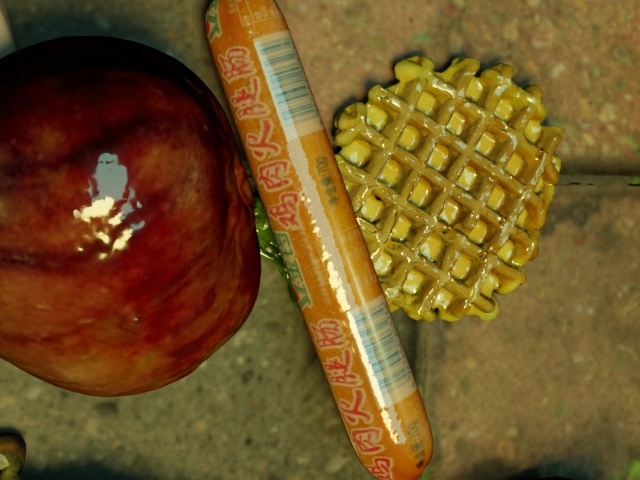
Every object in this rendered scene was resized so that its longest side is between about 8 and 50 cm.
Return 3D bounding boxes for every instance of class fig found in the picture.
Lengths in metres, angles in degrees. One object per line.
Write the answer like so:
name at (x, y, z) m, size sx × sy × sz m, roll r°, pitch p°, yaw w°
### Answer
fig at (-0.161, -0.013, 0.656) m, size 0.249 × 0.204 × 0.186 m, roll -3°, pitch 64°, yaw 10°

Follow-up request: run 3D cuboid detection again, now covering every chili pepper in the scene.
chili pepper at (-0.024, 0.006, 0.779) m, size 0.030 × 0.034 × 0.091 m, roll -30°, pitch 109°, yaw 19°

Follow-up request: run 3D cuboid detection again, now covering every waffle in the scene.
waffle at (0.083, -0.034, 0.808) m, size 0.191 × 0.038 × 0.191 m, roll -2°, pitch 96°, yaw -20°

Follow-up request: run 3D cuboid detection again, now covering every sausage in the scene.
sausage at (0.000, 0.000, 0.745) m, size 0.053 × 0.053 × 0.348 m, roll -22°, pitch 96°, yaw -18°

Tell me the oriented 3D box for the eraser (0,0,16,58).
eraser at (-0.227, -0.186, 0.616) m, size 0.059 × 0.204 × 0.243 m, roll -46°, pitch 130°, yaw -19°

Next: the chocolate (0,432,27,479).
chocolate at (-0.168, 0.180, 0.695) m, size 0.343 × 0.126 × 0.148 m, roll 15°, pitch 48°, yaw -25°

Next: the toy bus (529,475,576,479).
toy bus at (0.108, 0.391, 0.767) m, size 0.249 × 0.209 × 0.440 m, roll -2°, pitch 97°, yaw -19°
